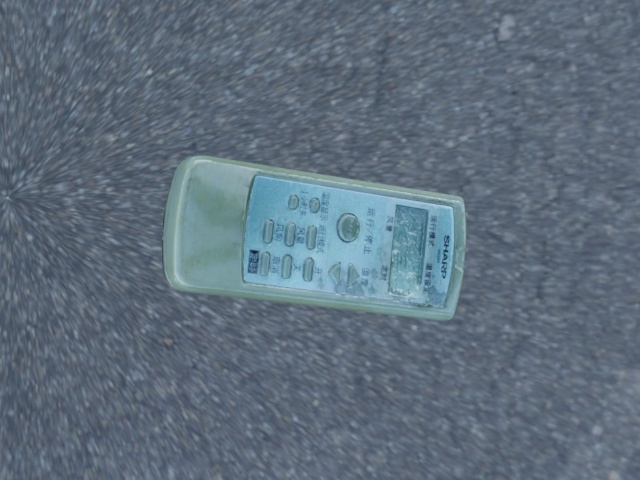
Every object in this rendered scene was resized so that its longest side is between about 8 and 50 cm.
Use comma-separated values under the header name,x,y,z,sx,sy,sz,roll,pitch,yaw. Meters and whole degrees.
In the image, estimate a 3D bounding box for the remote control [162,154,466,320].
name,x,y,z,sx,sy,sz,roll,pitch,yaw
remote control,0.000,0.000,0.912,0.233,0.038,0.098,8,85,-23
